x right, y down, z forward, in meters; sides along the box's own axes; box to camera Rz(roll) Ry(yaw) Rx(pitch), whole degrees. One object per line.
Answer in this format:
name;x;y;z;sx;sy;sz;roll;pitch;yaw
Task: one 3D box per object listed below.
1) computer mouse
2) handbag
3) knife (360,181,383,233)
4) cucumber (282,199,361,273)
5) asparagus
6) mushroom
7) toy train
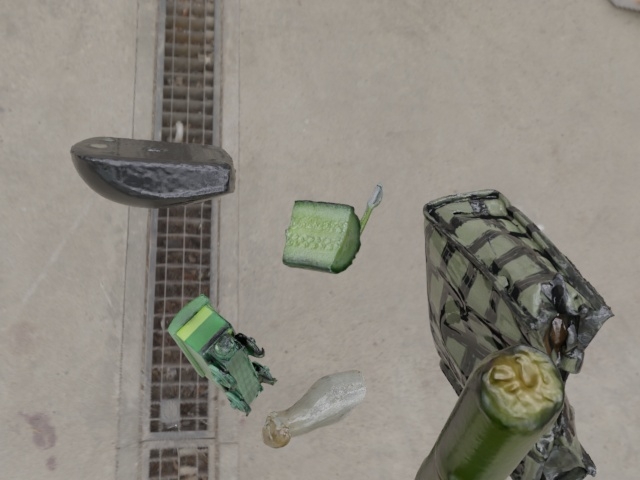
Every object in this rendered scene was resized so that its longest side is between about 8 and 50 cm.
computer mouse;-0.277;-0.107;1.120;0.269;0.170;0.100;3;112;-15
handbag;0.268;0.133;0.961;0.162;0.327;0.325;-13;119;-4
knife;0.098;-0.054;1.378;0.026;0.022;0.184;34;54;-8
cucumber;0.000;0.000;1.067;0.115;0.062;0.116;5;67;32
asparagus;0.110;0.171;0.507;0.060;0.278;0.067;17;52;7
mushroom;-0.013;0.319;1.282;0.225;0.116;0.093;-17;82;-22
toy train;-0.213;0.261;1.483;0.202;0.301;0.120;36;69;24
